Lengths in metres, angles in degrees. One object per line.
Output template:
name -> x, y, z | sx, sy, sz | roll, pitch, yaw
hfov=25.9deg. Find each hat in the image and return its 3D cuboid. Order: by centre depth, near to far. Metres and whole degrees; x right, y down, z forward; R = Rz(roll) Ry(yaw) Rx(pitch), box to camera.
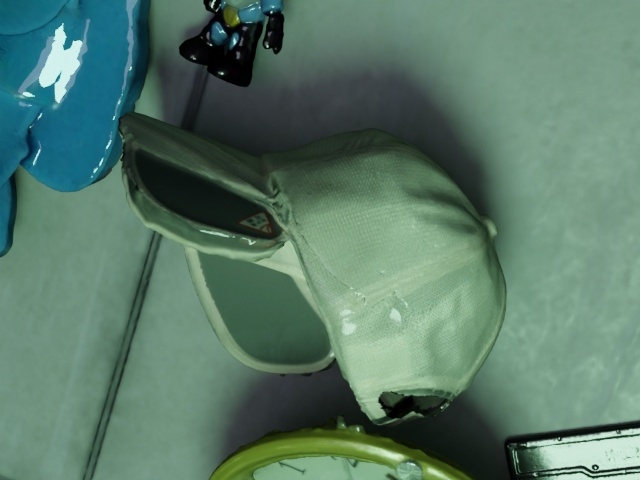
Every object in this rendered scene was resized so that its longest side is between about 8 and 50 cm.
hat -> -0.008, -0.002, 0.883 | 0.275, 0.232, 0.161 | 29, 70, 23

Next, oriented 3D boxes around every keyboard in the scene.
keyboard -> 0.202, 0.148, 0.931 | 0.155, 0.010, 0.053 | -8, 97, 15

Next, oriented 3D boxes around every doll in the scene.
doll -> -0.033, -0.198, 0.902 | 0.096, 0.070, 0.195 | 38, 113, 37

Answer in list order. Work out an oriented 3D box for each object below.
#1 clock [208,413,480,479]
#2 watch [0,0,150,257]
clock -> 0.035, 0.196, 0.930 | 0.237, 0.057, 0.237 | 11, 134, 11
watch -> -0.266, -0.097, 0.868 | 0.241, 0.274, 0.305 | 24, 100, 8
